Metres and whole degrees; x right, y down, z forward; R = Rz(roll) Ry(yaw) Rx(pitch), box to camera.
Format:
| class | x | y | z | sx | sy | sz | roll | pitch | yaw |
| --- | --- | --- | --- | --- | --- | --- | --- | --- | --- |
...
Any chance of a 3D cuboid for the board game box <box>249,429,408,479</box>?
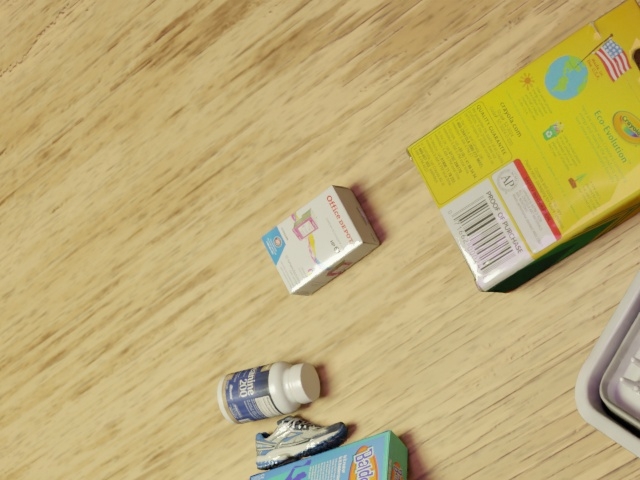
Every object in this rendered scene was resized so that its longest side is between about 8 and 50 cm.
| class | x | y | z | sx | sy | sz | roll | pitch | yaw |
| --- | --- | --- | --- | --- | --- | --- | --- | --- | --- |
| board game box | 0.002 | 0.330 | 1.752 | 0.210 | 0.047 | 0.160 | -22 | 37 | 26 |

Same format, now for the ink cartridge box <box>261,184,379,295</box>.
| class | x | y | z | sx | sy | sz | roll | pitch | yaw |
| --- | --- | --- | --- | --- | --- | --- | --- | --- | --- |
| ink cartridge box | 0.000 | 0.000 | 1.825 | 0.122 | 0.052 | 0.088 | -36 | 70 | 20 |

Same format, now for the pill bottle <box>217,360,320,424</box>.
| class | x | y | z | sx | sy | sz | roll | pitch | yaw |
| --- | --- | --- | --- | --- | --- | --- | --- | --- | --- |
| pill bottle | -0.064 | 0.189 | 1.836 | 0.120 | 0.067 | 0.067 | -16 | 79 | 27 |

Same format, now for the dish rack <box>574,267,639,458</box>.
| class | x | y | z | sx | sy | sz | roll | pitch | yaw |
| --- | --- | --- | --- | --- | --- | --- | --- | --- | --- |
| dish rack | 0.434 | 0.093 | 1.503 | 0.332 | 0.072 | 0.285 | -59 | 35 | 2 |

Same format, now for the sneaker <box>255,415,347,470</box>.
| class | x | y | z | sx | sy | sz | roll | pitch | yaw |
| --- | --- | --- | --- | --- | --- | --- | --- | --- | --- |
| sneaker | -0.029 | 0.243 | 1.823 | 0.135 | 0.052 | 0.058 | -23 | 71 | 25 |

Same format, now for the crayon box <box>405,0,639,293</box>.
| class | x | y | z | sx | sy | sz | roll | pitch | yaw |
| --- | --- | --- | --- | --- | --- | --- | --- | --- | --- |
| crayon box | 0.280 | -0.103 | 1.663 | 0.319 | 0.081 | 0.202 | -33 | 71 | 23 |
